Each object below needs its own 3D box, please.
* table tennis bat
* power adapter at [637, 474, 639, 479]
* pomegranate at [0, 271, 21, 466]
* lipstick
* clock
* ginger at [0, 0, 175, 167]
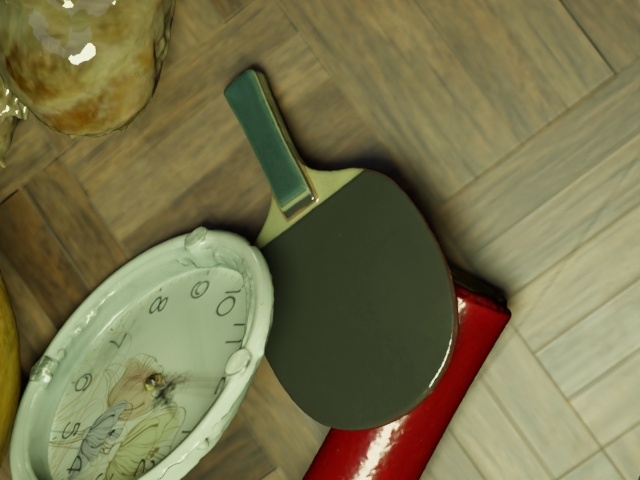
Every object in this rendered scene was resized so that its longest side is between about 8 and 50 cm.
[{"bbox_3d":[0.000,0.000,1.243,0.154,0.021,0.274,-36,66,24],"label":"table tennis bat"},{"bbox_3d":[0.271,0.146,1.163,0.125,0.130,0.205,-32,86,14],"label":"power adapter"},{"bbox_3d":[-0.388,0.113,1.207,0.416,0.416,0.416,1,93,15],"label":"pomegranate"},{"bbox_3d":[0.046,0.131,1.249,0.080,0.080,0.241,29,99,12],"label":"lipstick"},{"bbox_3d":[-0.115,0.098,1.249,0.236,0.236,0.053,-36,125,14],"label":"clock"},{"bbox_3d":[-0.209,-0.169,1.277,0.304,0.155,0.244,-5,84,7],"label":"ginger"}]
